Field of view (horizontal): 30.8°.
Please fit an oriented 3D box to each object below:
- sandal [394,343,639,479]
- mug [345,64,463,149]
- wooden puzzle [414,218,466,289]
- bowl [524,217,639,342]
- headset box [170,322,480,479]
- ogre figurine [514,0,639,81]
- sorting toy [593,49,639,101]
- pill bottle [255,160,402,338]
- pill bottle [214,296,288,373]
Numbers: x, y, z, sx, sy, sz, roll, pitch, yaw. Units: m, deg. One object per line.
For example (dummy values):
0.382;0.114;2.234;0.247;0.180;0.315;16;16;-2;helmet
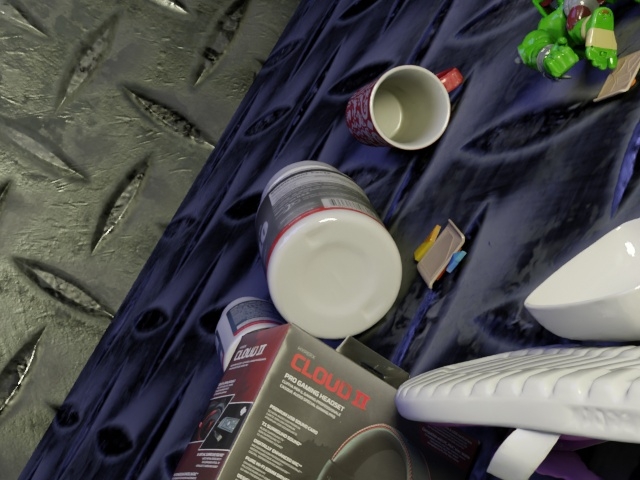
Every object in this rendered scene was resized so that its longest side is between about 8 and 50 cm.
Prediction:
0.179;0.136;0.833;0.416;0.169;0.102;166;95;-68;sandal
0.117;-0.181;1.634;0.169;0.150;0.113;-174;80;-76;mug
0.139;0.016;1.328;0.079;0.014;0.116;-56;16;18;wooden puzzle
0.243;0.032;0.883;0.142;0.053;0.142;-33;8;-26;bowl
-0.010;0.226;1.003;0.110;0.218;0.293;-20;39;61;headset box
0.286;-0.241;1.247;0.197;0.096;0.118;-63;24;-9;ogre figurine
0.315;-0.169;1.177;0.062;0.012;0.083;-56;13;-15;sorting toy
0.000;0.000;1.479;0.161;0.161;0.283;-53;17;10;pill bottle
-0.086;0.138;1.557;0.108;0.108;0.180;-55;17;6;pill bottle
